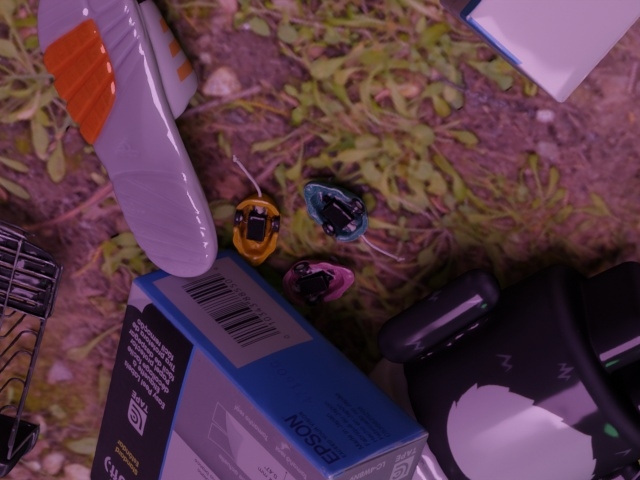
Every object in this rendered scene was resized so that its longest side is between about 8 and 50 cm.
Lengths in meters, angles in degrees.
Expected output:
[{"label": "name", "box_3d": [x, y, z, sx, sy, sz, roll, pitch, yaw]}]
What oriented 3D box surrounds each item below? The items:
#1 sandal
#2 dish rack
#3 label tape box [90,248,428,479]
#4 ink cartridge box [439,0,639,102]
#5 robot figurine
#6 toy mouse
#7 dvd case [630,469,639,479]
[{"label": "sandal", "box_3d": [-0.137, -0.101, 1.166, 0.102, 0.076, 0.265, -10, 106, 35]}, {"label": "dish rack", "box_3d": [-0.334, 0.079, 1.298, 0.208, 0.074, 0.271, 18, 118, -4]}, {"label": "label tape box", "box_3d": [-0.074, 0.220, 1.234, 0.249, 0.115, 0.347, 41, 130, 31]}, {"label": "ink cartridge box", "box_3d": [0.153, -0.171, 1.059, 0.092, 0.143, 0.090, 39, 99, -14]}, {"label": "robot figurine", "box_3d": [0.161, 0.129, 1.195, 0.278, 0.173, 0.209, -30, 79, 21]}, {"label": "toy mouse", "box_3d": [0.000, 0.000, 1.229, 0.143, 0.031, 0.161, 5, 119, 6]}, {"label": "dvd case", "box_3d": [0.368, 0.115, 1.176, 0.238, 0.179, 0.029, -53, 59, 28]}]
